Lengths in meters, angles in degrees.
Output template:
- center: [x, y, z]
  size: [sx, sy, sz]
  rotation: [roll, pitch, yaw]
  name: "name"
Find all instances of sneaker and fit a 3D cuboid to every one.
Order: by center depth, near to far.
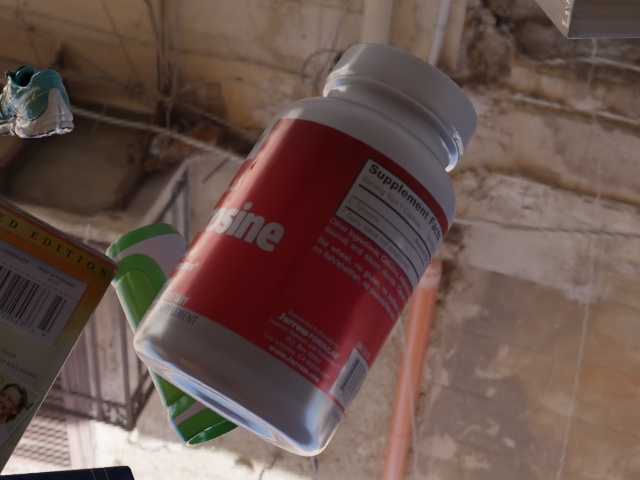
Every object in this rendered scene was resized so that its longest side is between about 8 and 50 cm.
- center: [-0.472, -0.227, 1.585]
  size: [0.107, 0.110, 0.275]
  rotation: [-13, -166, -37]
  name: "sneaker"

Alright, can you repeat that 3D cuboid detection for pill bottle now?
- center: [0.000, 0.000, 1.042]
  size: [0.229, 0.229, 0.408]
  rotation: [24, -108, 22]
  name: "pill bottle"

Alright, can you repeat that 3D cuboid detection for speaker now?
- center: [-0.197, 0.129, 1.368]
  size: [0.131, 0.131, 0.297]
  rotation: [-18, -109, -26]
  name: "speaker"

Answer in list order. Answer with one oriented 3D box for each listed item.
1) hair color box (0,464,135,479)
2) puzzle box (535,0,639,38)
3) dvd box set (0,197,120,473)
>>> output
- center: [-0.282, 0.228, 0.586]
  size: [0.347, 0.174, 0.105]
  rotation: [10, -134, -49]
  name: "hair color box"
- center: [0.275, -0.288, 0.864]
  size: [0.272, 0.052, 0.409]
  rotation: [-4, -143, -9]
  name: "puzzle box"
- center: [-0.409, 0.128, 0.831]
  size: [0.307, 0.420, 0.062]
  rotation: [30, 175, -22]
  name: "dvd box set"
